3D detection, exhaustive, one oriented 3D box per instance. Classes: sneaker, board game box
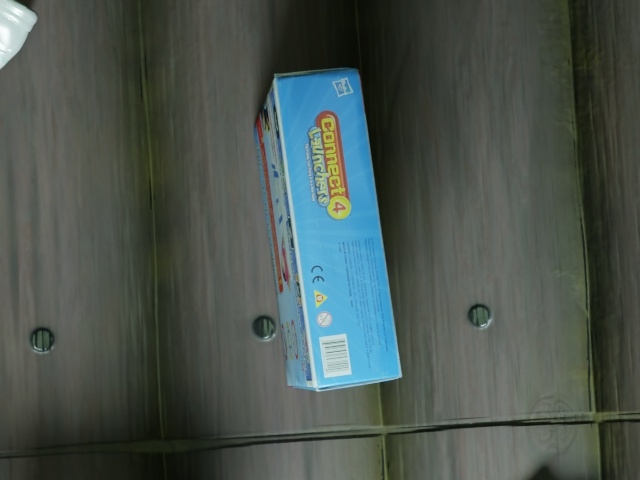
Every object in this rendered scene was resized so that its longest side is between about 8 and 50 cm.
[{"bbox_3d":[-0.429,-0.268,1.662,0.212,0.080,0.094,30,94,-3],"label":"sneaker"},{"bbox_3d":[0.000,0.000,1.562,0.086,0.302,0.308,-7,86,-7],"label":"board game box"}]
